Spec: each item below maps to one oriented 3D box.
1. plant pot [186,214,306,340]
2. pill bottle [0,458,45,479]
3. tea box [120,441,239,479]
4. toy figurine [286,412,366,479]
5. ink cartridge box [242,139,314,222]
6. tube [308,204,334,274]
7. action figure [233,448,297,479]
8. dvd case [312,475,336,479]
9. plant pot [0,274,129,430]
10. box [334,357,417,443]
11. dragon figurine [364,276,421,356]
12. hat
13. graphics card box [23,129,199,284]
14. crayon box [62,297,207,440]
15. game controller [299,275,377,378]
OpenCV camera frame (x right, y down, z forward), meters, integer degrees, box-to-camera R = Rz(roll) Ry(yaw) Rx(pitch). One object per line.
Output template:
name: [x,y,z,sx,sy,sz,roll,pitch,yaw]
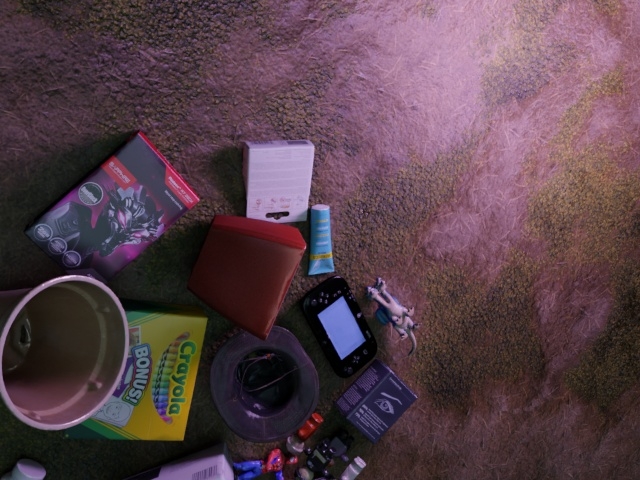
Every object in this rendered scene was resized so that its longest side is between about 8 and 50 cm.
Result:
plant pot: [-0.207,0.065,1.613,0.235,0.267,0.268,23,97,-11]
pill bottle: [-0.807,0.677,1.601,0.108,0.108,0.194,32,90,-24]
tea box: [-0.368,0.795,1.685,0.328,0.220,0.324,-20,99,-5]
toy figurine: [0.012,0.660,1.861,0.209,0.213,0.148,36,98,-27]
ink cartridge box: [-0.122,-0.163,1.709,0.188,0.066,0.233,-5,125,-20]
tube: [0.000,0.000,1.789,0.080,0.052,0.207,-5,111,-10]
action figure: [-0.191,0.706,1.836,0.280,0.139,0.092,-8,106,-22]
dvd case: [-0.051,0.826,1.900,0.179,0.029,0.238,-61,150,2]
plant pot: [-0.674,0.239,1.405,0.333,0.305,0.334,-4,95,-60]
box: [0.175,0.508,1.941,0.207,0.108,0.153,-45,113,-7]
dragon figurine: [0.232,0.234,1.909,0.085,0.144,0.289,-40,132,-10]
hat: [-0.173,0.409,1.769,0.331,0.134,0.332,2,83,-19]
graphics card box: [-0.519,-0.071,1.543,0.371,0.094,0.233,-42,114,-6]
crayon box: [-0.497,0.348,1.643,0.312,0.106,0.363,9,99,-23]
game controller: [0.060,0.263,1.861,0.166,0.067,0.319,-31,112,-12]
